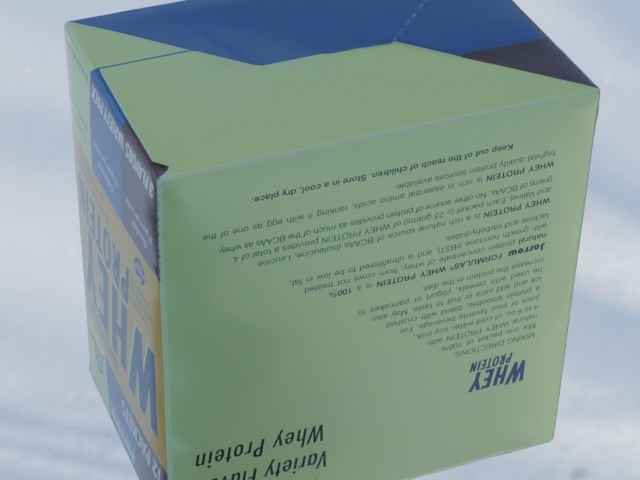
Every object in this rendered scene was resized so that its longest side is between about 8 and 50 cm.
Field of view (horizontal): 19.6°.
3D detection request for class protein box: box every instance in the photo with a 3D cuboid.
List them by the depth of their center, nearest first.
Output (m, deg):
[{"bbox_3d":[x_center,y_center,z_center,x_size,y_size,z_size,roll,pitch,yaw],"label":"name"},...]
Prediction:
[{"bbox_3d":[0.000,0.000,0.853,0.199,0.136,0.201,-13,129,-18],"label":"protein box"}]
